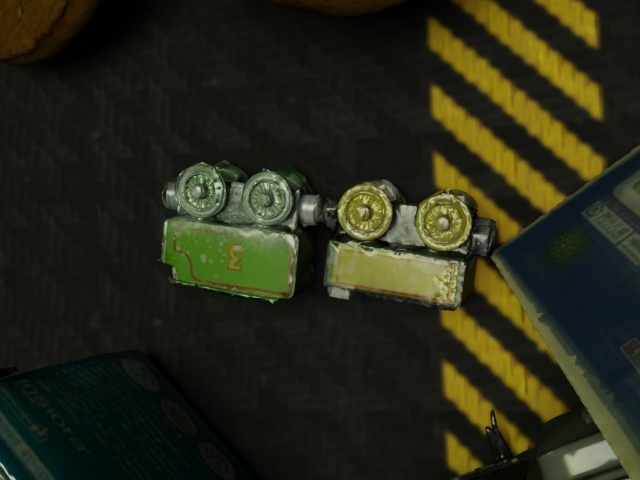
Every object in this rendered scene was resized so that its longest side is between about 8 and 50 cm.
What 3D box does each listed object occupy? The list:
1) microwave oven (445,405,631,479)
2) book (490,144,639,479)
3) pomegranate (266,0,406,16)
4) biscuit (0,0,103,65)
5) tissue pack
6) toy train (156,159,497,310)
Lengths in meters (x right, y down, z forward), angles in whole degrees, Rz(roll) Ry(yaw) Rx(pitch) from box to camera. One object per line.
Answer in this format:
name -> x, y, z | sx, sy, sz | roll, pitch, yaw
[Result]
microwave oven -> 0.183, 0.159, 0.392 | 0.240, 0.145, 0.194 | -24, 85, 15
book -> 0.240, -0.029, 0.358 | 0.322, 0.228, 0.018 | -37, 118, 13
pomegranate -> -0.002, -0.234, 0.414 | 0.248, 0.248, 0.248 | -1, 88, 16
biscuit -> -0.188, -0.218, 0.536 | 0.212, 0.036, 0.212 | 3, 94, 38
tissue pack -> -0.094, 0.196, 0.444 | 0.134, 0.192, 0.271 | -46, 76, 9
toy train -> 0.000, 0.000, 0.494 | 0.202, 0.060, 0.081 | 8, 98, 17
